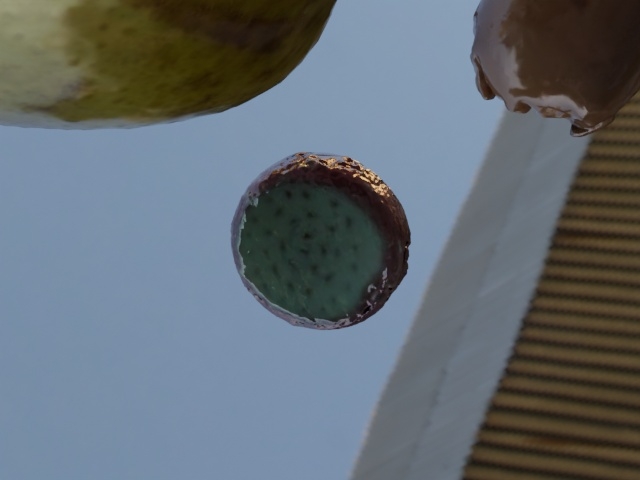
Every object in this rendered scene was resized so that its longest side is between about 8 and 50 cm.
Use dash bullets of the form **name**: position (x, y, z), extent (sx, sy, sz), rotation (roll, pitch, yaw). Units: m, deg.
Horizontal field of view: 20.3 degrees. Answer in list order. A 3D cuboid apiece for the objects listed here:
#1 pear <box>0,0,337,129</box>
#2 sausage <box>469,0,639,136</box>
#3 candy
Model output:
- **pear**: position (-0.090, -0.185, 0.542), extent (0.314, 0.314, 0.314), rotation (16, -121, -28)
- **sausage**: position (0.156, -0.184, 0.801), extent (0.086, 0.086, 0.289), rotation (22, -80, -24)
- **candy**: position (0.000, 0.000, 1.006), extent (0.103, 0.103, 0.043), rotation (48, -155, -5)
